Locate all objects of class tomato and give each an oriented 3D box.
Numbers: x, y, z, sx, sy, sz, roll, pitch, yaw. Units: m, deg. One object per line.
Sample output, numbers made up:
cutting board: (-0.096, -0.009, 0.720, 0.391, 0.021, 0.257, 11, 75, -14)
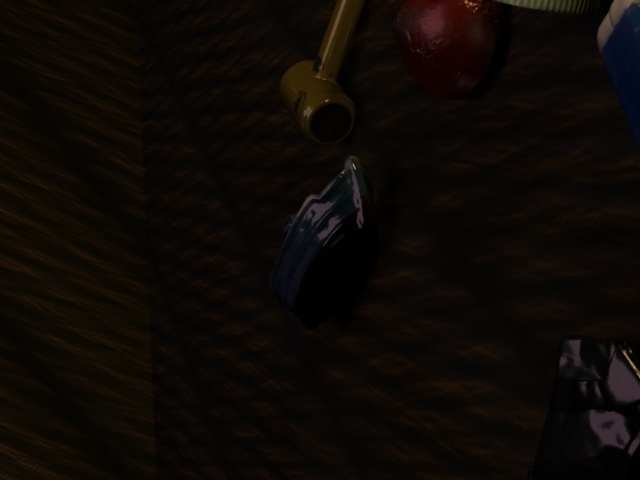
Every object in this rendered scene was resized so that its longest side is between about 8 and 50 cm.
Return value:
tomato: (0.144, -0.266, 1.578, 0.173, 0.099, 0.189, 142, 130, -66)

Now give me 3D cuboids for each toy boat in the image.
toy boat: (0.000, 0.000, 1.870, 0.142, 0.129, 0.309, 60, 143, 32)

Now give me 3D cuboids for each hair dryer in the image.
hair dryer: (0.026, -0.285, 1.939, 0.135, 0.090, 0.278, -119, 44, -56)

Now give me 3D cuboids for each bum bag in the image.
bum bag: (0.251, 0.219, 1.241, 0.137, 0.074, 0.309, 45, 135, 49)

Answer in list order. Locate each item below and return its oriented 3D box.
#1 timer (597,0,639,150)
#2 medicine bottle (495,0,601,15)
timer: (0.314, -0.082, 0.870, 0.078, 0.254, 0.178, 116, 151, -47)
medicine bottle: (0.233, -0.391, 1.278, 0.158, 0.158, 0.318, -130, 48, -62)
